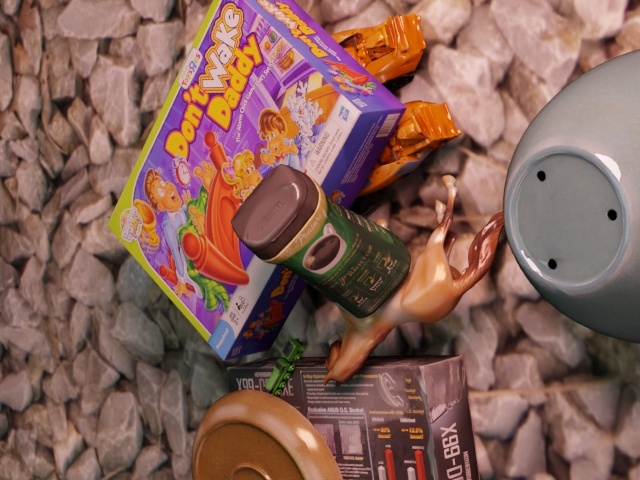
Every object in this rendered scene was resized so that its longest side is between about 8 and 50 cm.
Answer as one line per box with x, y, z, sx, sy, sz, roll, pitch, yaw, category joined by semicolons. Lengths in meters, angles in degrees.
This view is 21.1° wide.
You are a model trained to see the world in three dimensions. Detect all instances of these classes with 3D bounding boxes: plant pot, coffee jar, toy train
0.281;-0.031;1.584;0.290;0.195;0.290;10;105;41;plant pot
-0.067;0.286;1.954;0.236;0.032;0.236;16;115;38;plant pot
0.000;0.000;1.740;0.096;0.184;0.079;-48;38;10;coffee jar
-0.042;0.143;1.927;0.017;0.024;0.083;45;121;30;toy train

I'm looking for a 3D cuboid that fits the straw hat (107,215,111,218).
-0.193;0.003;2.114;0.061;0.144;0.144;-43;62;-6;straw hat

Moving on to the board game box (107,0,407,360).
-0.079;-0.076;1.868;0.233;0.078;0.347;46;124;27;board game box

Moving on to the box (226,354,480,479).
0.037;0.254;1.941;0.307;0.076;0.242;-5;94;43;box

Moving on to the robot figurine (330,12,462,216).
0.014;-0.128;1.887;0.291;0.085;0.211;-27;79;42;robot figurine

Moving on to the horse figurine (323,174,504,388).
0.091;0.038;1.819;0.263;0.066;0.174;-22;55;37;horse figurine
